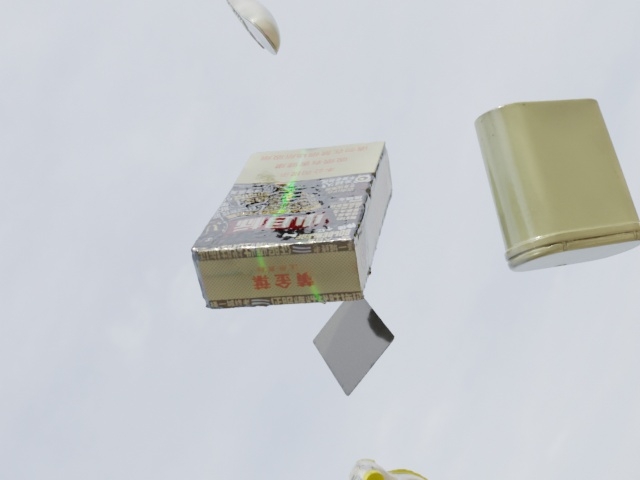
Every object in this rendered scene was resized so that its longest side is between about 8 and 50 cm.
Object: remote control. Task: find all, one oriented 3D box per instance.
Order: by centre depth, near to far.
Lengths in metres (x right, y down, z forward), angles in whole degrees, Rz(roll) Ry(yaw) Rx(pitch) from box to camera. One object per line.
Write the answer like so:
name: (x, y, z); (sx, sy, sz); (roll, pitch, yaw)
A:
remote control: (-0.100, -0.333, 1.396); (0.044, 0.229, 0.073); (-40, -56, 7)

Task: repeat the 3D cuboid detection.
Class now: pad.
pad: (0.058, 0.184, 1.773); (0.003, 0.211, 0.143); (33, -80, -28)

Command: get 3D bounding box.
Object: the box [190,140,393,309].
box: (-0.024, -0.028, 1.224); (0.310, 0.198, 0.084); (-69, -28, -61)

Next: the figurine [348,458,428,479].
figurine: (0.137, 0.461, 1.760); (0.129, 0.178, 0.109); (-64, -6, -62)

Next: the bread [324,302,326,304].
bread: (0.010, 0.007, 1.700); (0.224, 0.211, 0.183); (41, -101, -28)

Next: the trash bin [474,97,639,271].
trash bin: (0.373, -0.090, 1.494); (0.243, 0.121, 0.247); (-6, -104, -25)
